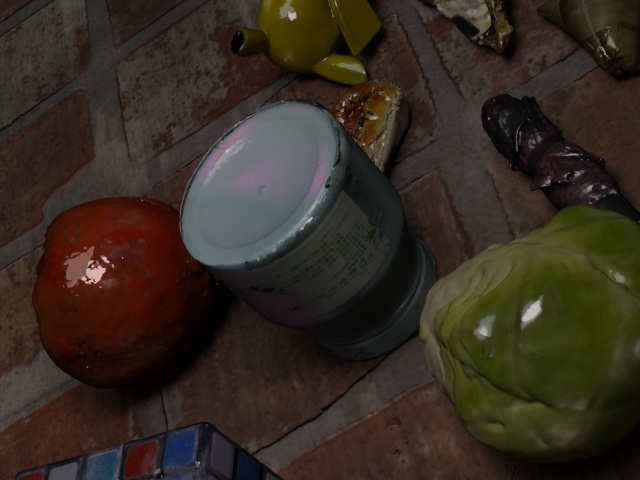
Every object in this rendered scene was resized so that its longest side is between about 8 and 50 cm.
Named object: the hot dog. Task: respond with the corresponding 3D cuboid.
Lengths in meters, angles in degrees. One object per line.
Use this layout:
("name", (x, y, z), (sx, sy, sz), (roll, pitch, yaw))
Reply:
("hot dog", (0.036, -0.117, 1.869), (0.144, 0.075, 0.268), (6, 65, 37))

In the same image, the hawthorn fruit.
("hawthorn fruit", (-0.252, 0.055, 1.838), (0.307, 0.276, 0.276), (-19, 47, 7))

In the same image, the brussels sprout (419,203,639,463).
("brussels sprout", (0.245, 0.105, 1.412), (0.316, 0.243, 0.274), (-20, 42, 25))

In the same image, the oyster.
("oyster", (0.213, -0.377, 1.945), (0.129, 0.078, 0.345), (-52, 41, 23))

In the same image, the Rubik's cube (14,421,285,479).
("Rubik's cube", (-0.173, 0.412, 1.463), (0.291, 0.287, 0.293), (-17, 49, 26))

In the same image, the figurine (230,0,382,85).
("figurine", (0.001, -0.377, 2.040), (0.169, 0.218, 0.327), (133, 156, -71))

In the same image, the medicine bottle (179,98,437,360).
("medicine bottle", (0.000, 0.000, 1.649), (0.245, 0.290, 0.245), (-21, 48, 26))

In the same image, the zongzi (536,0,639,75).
("zongzi", (0.356, -0.279, 1.754), (0.176, 0.078, 0.160), (-16, 50, 41))

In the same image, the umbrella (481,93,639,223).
("umbrella", (0.303, -0.088, 1.628), (0.090, 0.094, 0.326), (-46, 43, 9))
